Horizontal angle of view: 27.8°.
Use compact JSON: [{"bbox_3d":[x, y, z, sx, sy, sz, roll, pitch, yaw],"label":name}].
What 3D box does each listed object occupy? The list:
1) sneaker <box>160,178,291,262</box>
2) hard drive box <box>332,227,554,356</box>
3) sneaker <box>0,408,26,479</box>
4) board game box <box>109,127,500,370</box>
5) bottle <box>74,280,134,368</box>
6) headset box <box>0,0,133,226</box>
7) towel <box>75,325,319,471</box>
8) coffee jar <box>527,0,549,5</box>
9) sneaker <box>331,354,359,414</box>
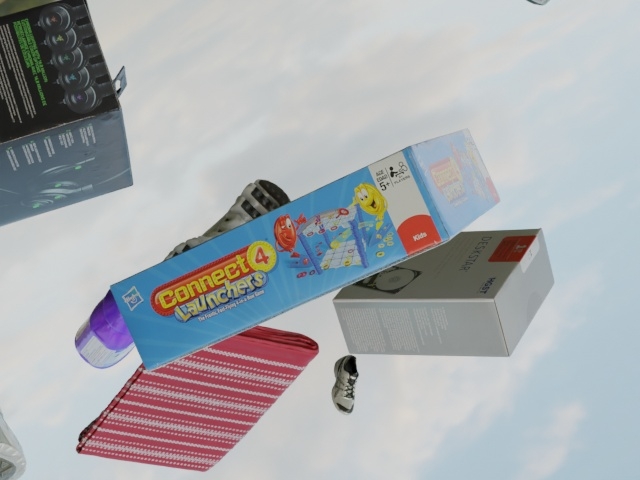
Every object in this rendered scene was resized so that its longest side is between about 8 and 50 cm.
[{"bbox_3d":[-0.158,0.030,1.939,0.292,0.110,0.118,-42,-176,-34],"label":"sneaker"},{"bbox_3d":[0.162,0.067,1.681,0.232,0.089,0.181,-2,-152,31],"label":"hard drive box"},{"bbox_3d":[-0.415,0.215,1.567,0.090,0.232,0.115,-12,-129,-10],"label":"sneaker"},{"bbox_3d":[0.000,0.000,1.236,0.302,0.086,0.308,-25,180,17],"label":"board game box"},{"bbox_3d":[-0.325,0.129,2.120,0.118,0.092,0.283,-45,-179,-29],"label":"bottle"},{"bbox_3d":[-0.328,-0.113,1.308,0.283,0.131,0.246,-18,167,-9],"label":"headset box"},{"bbox_3d":[-0.149,0.185,1.546,0.275,0.198,0.031,-49,-140,34],"label":"towel"},{"bbox_3d":[0.341,-0.421,1.795,0.184,0.079,0.096,-44,-137,35],"label":"coffee jar"},{"bbox_3d":[0.035,0.194,1.747,0.037,0.032,0.083,-40,-134,51],"label":"sneaker"}]
